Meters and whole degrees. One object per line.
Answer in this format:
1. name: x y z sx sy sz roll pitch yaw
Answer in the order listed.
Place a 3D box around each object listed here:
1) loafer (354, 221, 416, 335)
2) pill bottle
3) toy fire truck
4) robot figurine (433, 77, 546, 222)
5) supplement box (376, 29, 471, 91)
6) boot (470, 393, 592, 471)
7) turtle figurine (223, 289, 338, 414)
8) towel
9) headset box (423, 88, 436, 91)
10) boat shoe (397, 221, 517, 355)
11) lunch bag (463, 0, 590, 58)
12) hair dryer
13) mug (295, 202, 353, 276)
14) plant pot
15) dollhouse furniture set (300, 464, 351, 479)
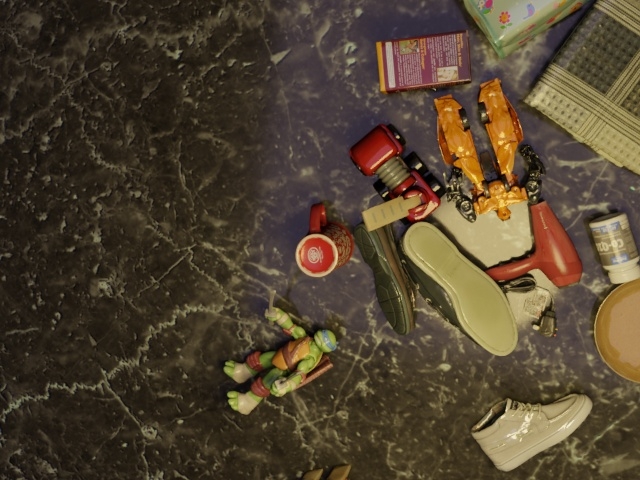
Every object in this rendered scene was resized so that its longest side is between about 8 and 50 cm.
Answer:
1. loafer: 0.163 0.074 1.719 0.084 0.096 0.267 -24 94 -28
2. pill bottle: 0.622 0.016 1.639 0.078 0.078 0.137 -19 93 11
3. toy fire truck: 0.139 -0.120 1.616 0.158 0.246 0.217 -39 90 11
4. robot figurine: 0.352 -0.182 1.656 0.211 0.085 0.291 -17 93 11
5. supplement box: 0.216 -0.369 1.623 0.188 0.081 0.104 -5 95 10
6. boot: 0.455 0.389 1.703 0.258 0.095 0.123 -40 96 13
7. turtle figurine: -0.117 0.252 1.721 0.266 0.275 0.197 -36 75 20
8. towel: 0.625 -0.323 1.562 0.324 0.056 0.312 30 109 -11
9. headset box: 0.231 -0.364 1.680 0.062 0.032 0.083 22 98 6
10. boat shoe: 0.283 0.111 1.676 0.340 0.113 0.127 44 68 -5
11. lunch bag: 0.383 -0.543 1.572 0.223 0.160 0.262 -31 80 15
12. hair dryer: 0.444 0.057 1.673 0.224 0.080 0.293 19 99 7
13. mug: -0.006 0.008 1.696 0.113 0.169 0.150 -38 90 12
14. plant pot: 0.707 0.190 1.670 0.236 0.032 0.236 1 96 9
15. dollhouse furniture set: 0.076 0.656 1.756 0.259 0.135 0.262 -14 93 24
